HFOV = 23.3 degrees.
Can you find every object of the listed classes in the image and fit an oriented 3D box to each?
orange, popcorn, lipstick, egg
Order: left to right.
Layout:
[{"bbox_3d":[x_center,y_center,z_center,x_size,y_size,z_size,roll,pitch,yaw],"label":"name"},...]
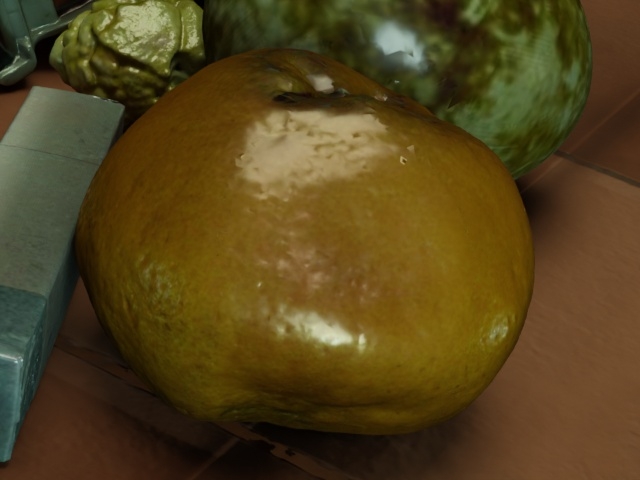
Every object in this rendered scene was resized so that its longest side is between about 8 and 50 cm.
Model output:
[{"bbox_3d":[-0.170,0.004,0.886,0.068,0.066,0.317,11,28,-2],"label":"lipstick"},{"bbox_3d":[-0.125,-0.122,1.110,0.106,0.116,0.121,56,16,18],"label":"popcorn"},{"bbox_3d":[0.000,0.000,0.838,0.249,0.183,0.249,9,27,-4],"label":"orange"},{"bbox_3d":[0.060,-0.139,1.064,0.289,0.238,0.238,9,26,-32],"label":"egg"}]

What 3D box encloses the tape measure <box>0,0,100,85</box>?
[{"bbox_3d":[-0.246,-0.241,1.220,0.246,0.125,0.243,-35,49,-26],"label":"tape measure"}]
